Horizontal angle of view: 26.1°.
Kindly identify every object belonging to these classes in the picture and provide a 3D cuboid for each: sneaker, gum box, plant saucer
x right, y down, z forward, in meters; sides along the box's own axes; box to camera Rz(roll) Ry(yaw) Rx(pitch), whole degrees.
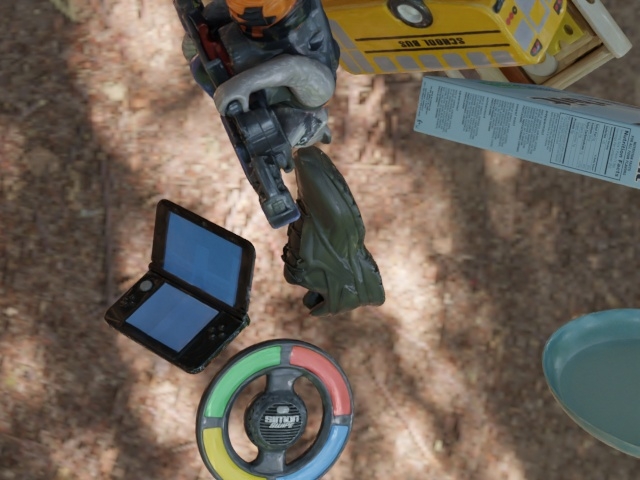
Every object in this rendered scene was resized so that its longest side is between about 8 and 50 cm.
[{"bbox_3d":[0.000,0.000,1.905,0.130,0.109,0.286,-21,124,-3],"label":"sneaker"},{"bbox_3d":[0.183,-0.073,0.926,0.157,0.184,0.041,-4,108,-50],"label":"gum box"},{"bbox_3d":[0.432,0.188,1.724,0.317,0.317,0.044,-21,129,-38],"label":"plant saucer"}]

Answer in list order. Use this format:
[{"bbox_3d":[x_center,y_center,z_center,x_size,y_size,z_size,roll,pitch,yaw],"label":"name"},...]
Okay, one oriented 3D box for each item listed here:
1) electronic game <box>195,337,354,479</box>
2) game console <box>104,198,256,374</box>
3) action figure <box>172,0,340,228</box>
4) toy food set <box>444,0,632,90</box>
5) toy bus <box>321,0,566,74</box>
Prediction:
[{"bbox_3d":[-0.060,0.244,1.878,0.229,0.048,0.229,-5,104,-21],"label":"electronic game"},{"bbox_3d":[-0.145,0.045,1.393,0.124,0.144,0.085,-45,141,-25],"label":"game console"},{"bbox_3d":[-0.031,-0.186,1.292,0.178,0.341,0.330,-18,145,-7],"label":"action figure"},{"bbox_3d":[0.247,-0.276,1.796,0.092,0.306,0.220,-39,93,-26],"label":"toy food set"},{"bbox_3d":[0.093,-0.258,1.515,0.130,0.332,0.108,45,62,-36],"label":"toy bus"}]
